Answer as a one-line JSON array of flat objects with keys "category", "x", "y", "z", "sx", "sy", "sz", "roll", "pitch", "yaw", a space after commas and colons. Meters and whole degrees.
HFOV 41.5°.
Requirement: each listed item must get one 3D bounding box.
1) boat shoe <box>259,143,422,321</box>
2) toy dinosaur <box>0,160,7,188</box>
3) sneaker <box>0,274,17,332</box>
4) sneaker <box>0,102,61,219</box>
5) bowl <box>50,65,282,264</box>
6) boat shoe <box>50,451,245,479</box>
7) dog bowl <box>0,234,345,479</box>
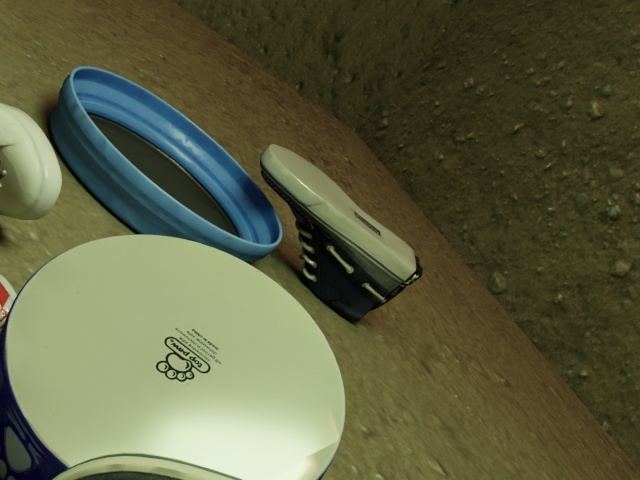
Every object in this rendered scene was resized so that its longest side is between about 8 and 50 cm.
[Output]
[{"category": "boat shoe", "x": 0.000, "y": 0.000, "z": 1.407, "sx": 0.340, "sy": 0.158, "sz": 0.127, "roll": 40, "pitch": 20, "yaw": -14}, {"category": "toy dinosaur", "x": -0.381, "y": -0.084, "z": 0.719, "sx": 0.313, "sy": 0.121, "sz": 0.160, "roll": 54, "pitch": 4, "yaw": 25}, {"category": "sneaker", "x": -0.272, "y": 0.069, "z": 0.714, "sx": 0.118, "sy": 0.042, "sz": 0.067, "roll": 39, "pitch": 9, "yaw": 19}, {"category": "sneaker", "x": -0.388, "y": -0.114, "z": 0.850, "sx": 0.290, "sy": 0.106, "sz": 0.123, "roll": 38, "pitch": 19, "yaw": 20}, {"category": "bowl", "x": -0.228, "y": -0.102, "z": 1.262, "sx": 0.391, "sy": 0.077, "sz": 0.391, "roll": 40, "pitch": 14, "yaw": -12}, {"category": "boat shoe", "x": 0.015, "y": 0.293, "z": 0.402, "sx": 0.500, "sy": 0.187, "sz": 0.156, "roll": 41, "pitch": 11, "yaw": 19}, {"category": "dog bowl", "x": -0.118, "y": 0.122, "z": 0.649, "sx": 0.265, "sy": 0.104, "sz": 0.265, "roll": 18, "pitch": 38, "yaw": -15}]
